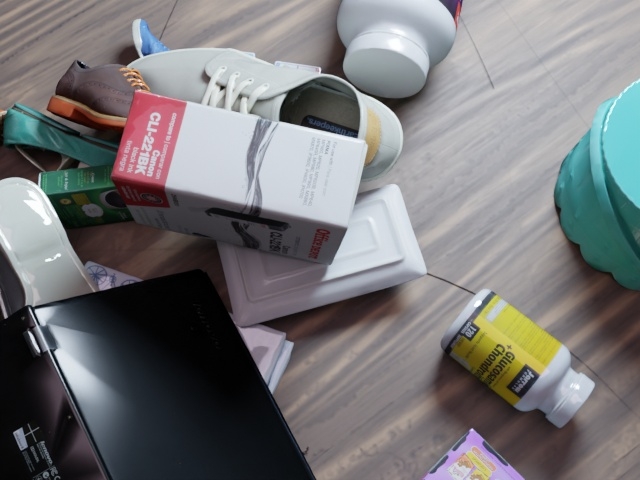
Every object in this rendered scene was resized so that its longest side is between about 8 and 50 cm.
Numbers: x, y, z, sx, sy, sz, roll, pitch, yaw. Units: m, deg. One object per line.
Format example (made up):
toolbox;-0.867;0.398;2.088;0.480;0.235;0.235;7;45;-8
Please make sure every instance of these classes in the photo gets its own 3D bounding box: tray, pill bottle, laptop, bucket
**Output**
tray;-0.002;0.014;1.022;0.270;0.030;0.145;-15;70;-3
pill bottle;0.131;-0.388;1.144;0.181;0.181;0.323;12;70;6
pill bottle;0.256;0.155;0.969;0.184;0.103;0.103;38;74;15
laptop;-0.257;0.278;0.872;0.407;0.236;0.382;-30;77;1
bucket;0.473;-0.084;1.014;0.281;0.183;0.281;-1;69;1

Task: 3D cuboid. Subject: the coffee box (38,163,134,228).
coffee box;-0.292;-0.067;1.068;0.184;0.113;0.040;-8;66;0

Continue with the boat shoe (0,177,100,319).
boat shoe;-0.363;0.078;0.986;0.116;0.099;0.320;-20;85;-35

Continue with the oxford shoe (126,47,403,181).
oxford shoe;-0.105;-0.186;1.049;0.449;0.130;0.169;15;94;17

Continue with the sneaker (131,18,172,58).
sneaker;-0.242;-0.290;1.179;0.084;0.058;0.152;-18;73;1

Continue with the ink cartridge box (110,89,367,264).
ink cartridge box;-0.094;-0.068;0.916;0.272;0.197;0.114;11;75;-2

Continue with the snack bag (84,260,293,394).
snack bag;-0.246;0.228;0.990;0.323;0.037;0.343;20;71;9

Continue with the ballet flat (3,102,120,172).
ballet flat;-0.367;-0.128;1.120;0.247;0.083;0.087;21;95;9

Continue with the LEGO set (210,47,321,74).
LEGO set;-0.075;-0.209;1.148;0.244;0.060;0.183;9;73;5

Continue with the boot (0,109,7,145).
boot;-0.548;-0.166;1.143;0.158;0.059;0.085;-35;67;-10

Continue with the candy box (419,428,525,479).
candy box;0.175;0.361;0.908;0.196;0.070;0.165;-41;73;-14

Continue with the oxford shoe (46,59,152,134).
oxford shoe;-0.273;-0.197;1.035;0.271;0.097;0.098;17;89;28
